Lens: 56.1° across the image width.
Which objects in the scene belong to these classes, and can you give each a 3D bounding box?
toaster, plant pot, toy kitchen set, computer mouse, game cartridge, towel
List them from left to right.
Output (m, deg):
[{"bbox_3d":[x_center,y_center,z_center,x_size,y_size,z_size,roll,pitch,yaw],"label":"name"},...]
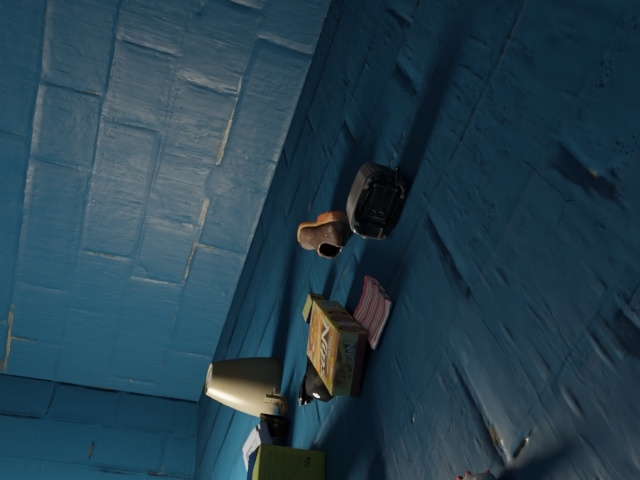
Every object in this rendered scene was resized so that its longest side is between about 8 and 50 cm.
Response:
[{"bbox_3d":[-0.327,0.588,2.476,0.256,0.274,0.256,-166,90,-74],"label":"plant pot"},{"bbox_3d":[-0.223,0.820,2.232,0.198,0.062,0.297,66,150,28],"label":"game cartridge"},{"bbox_3d":[-0.162,0.603,2.245,0.075,0.083,0.068,-108,34,-61],"label":"toy kitchen set"},{"bbox_3d":[-0.022,0.446,1.916,0.272,0.072,0.188,158,124,-71],"label":"computer mouse"},{"bbox_3d":[0.139,0.193,1.646,0.197,0.029,0.144,-123,47,-68],"label":"towel"},{"bbox_3d":[0.152,-0.125,1.676,0.146,0.129,0.227,-110,35,-66],"label":"toaster"}]

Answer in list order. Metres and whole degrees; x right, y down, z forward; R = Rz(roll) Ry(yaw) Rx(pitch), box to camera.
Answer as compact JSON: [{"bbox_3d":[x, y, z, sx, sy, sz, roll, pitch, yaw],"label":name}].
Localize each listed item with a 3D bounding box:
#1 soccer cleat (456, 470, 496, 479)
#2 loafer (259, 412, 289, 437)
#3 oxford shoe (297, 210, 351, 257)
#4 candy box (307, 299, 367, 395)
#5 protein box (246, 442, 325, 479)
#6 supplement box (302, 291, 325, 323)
[{"bbox_3d":[0.249,0.453,1.014,0.196,0.068,0.076,108,160,-43],"label":"soccer cleat"},{"bbox_3d":[-0.183,0.695,2.249,0.220,0.080,0.078,150,131,-68],"label":"loafer"},{"bbox_3d":[0.000,0.000,2.106,0.364,0.130,0.132,147,127,-68],"label":"oxford shoe"},{"bbox_3d":[0.041,0.304,1.754,0.316,0.088,0.183,-140,56,-73],"label":"candy box"},{"bbox_3d":[-0.103,0.718,1.742,0.136,0.201,0.199,122,155,-50],"label":"protein box"},{"bbox_3d":[-0.021,0.240,2.102,0.083,0.056,0.083,-117,43,-66],"label":"supplement box"}]
